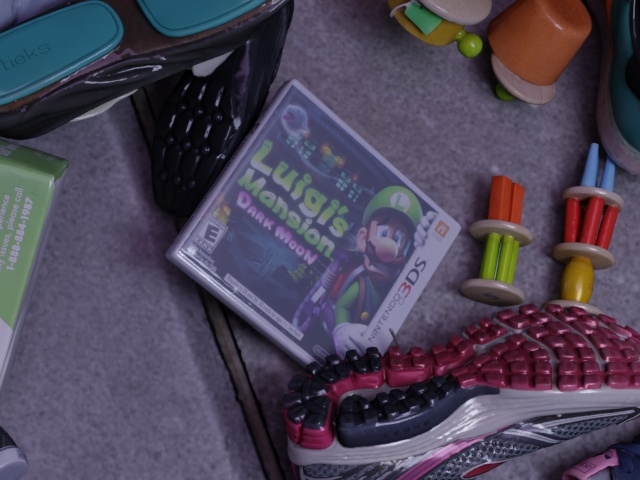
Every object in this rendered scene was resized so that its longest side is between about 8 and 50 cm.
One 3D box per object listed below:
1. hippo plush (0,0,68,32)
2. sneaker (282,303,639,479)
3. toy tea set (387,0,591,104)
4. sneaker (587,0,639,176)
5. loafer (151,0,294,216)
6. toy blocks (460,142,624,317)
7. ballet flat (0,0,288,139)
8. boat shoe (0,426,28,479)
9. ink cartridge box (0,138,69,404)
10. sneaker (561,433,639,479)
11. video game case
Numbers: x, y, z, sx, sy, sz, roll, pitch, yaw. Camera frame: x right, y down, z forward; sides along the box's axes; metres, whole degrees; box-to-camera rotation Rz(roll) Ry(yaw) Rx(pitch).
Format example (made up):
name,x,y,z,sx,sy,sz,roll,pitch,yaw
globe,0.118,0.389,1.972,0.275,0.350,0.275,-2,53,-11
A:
name,x,y,z,sx,sy,sz,roll,pitch,yaw
hippo plush,-0.269,-0.265,1.097,0.234,0.294,0.236,-14,50,-33
sneaker,0.120,0.129,1.098,0.299,0.121,0.112,-10,119,-7
toy tea set,0.064,-0.230,1.205,0.336,0.124,0.200,50,42,8
sneaker,0.283,-0.208,1.206,0.108,0.121,0.302,4,63,-13
loafer,-0.070,-0.122,1.145,0.076,0.078,0.223,16,86,26
toy blocks,0.183,-0.016,1.179,0.123,0.054,0.148,15,72,-8
ballet flat,-0.132,-0.153,1.071,0.281,0.096,0.095,-23,67,-3
boat shoe,-0.279,0.181,1.037,0.142,0.049,0.040,-28,63,-19
ink cartridge box,-0.372,-0.006,0.991,0.354,0.119,0.207,17,99,-7
sneaker,0.264,0.179,1.111,0.131,0.112,0.319,35,70,-4
video game case,0.000,0.000,1.122,0.190,0.022,0.173,40,69,-19
